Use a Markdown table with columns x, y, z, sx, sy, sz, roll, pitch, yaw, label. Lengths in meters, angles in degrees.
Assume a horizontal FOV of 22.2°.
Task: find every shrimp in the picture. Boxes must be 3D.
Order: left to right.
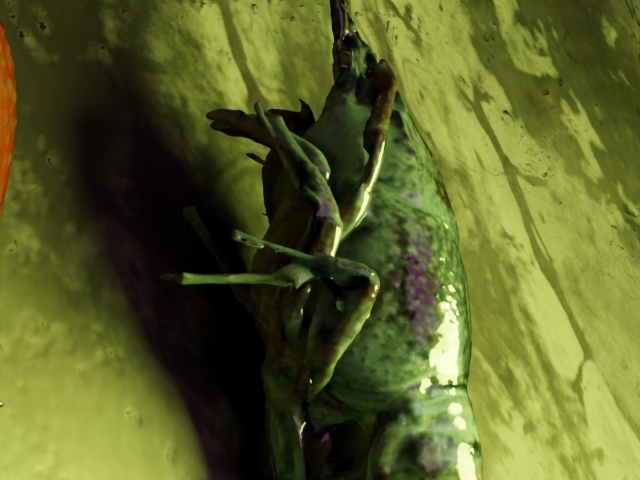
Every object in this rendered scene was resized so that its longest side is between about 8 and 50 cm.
| x | y | z | sx | sy | sz | roll | pitch | yaw | label |
| --- | --- | --- | --- | --- | --- | --- | --- | --- | --- |
| 0.001 | 0.002 | 0.877 | 0.172 | 0.137 | 0.372 | 29 | 42 | -66 | shrimp |

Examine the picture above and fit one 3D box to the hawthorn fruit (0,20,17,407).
| x | y | z | sx | sy | sz | roll | pitch | yaw | label |
| --- | --- | --- | --- | --- | --- | --- | --- | --- | --- |
| -0.189 | -0.016 | 0.637 | 0.163 | 0.163 | 0.203 | -22 | 102 | -59 | hawthorn fruit |
